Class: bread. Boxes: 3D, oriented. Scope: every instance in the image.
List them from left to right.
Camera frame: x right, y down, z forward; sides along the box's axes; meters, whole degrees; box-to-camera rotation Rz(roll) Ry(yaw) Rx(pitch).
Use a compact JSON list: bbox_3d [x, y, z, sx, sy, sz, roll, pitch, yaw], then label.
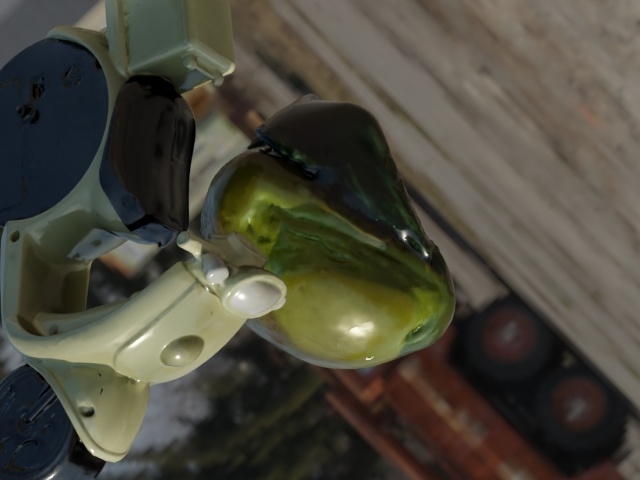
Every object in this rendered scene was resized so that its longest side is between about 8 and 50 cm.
[{"bbox_3d":[0.000,0.000,1.768,0.251,0.208,0.376,61,177,-4],"label":"bread"}]

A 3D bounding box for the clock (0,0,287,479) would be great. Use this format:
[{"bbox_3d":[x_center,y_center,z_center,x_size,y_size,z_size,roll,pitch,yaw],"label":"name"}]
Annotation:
[{"bbox_3d":[-0.160,-0.007,1.488,0.120,0.276,0.379,25,-132,-53],"label":"clock"}]
